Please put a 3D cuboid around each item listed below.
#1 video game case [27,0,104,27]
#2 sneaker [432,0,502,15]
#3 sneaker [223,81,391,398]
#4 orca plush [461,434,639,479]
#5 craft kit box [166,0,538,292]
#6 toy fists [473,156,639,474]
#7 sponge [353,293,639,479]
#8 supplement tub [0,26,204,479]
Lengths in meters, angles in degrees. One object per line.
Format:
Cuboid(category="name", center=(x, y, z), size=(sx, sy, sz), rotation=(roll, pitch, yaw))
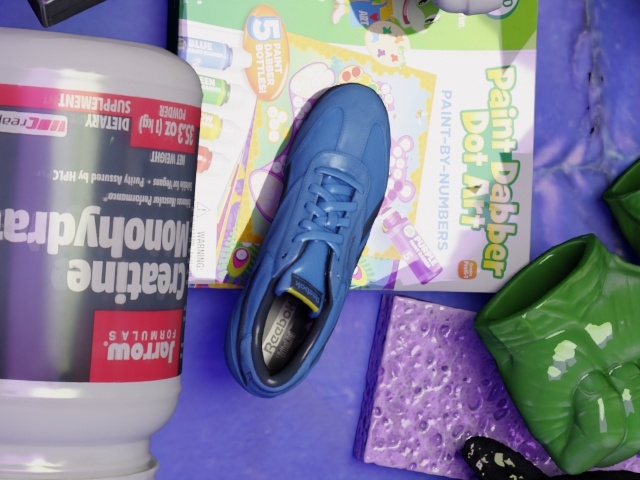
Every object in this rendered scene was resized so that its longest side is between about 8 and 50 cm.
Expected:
Cuboid(category="video game case", center=(-0.097, -0.285, 0.928), size=(0.275, 0.035, 0.248), rotation=(-28, 76, -14))
Cuboid(category="sneaker", center=(-0.006, -0.245, 1.005), size=(0.169, 0.108, 0.292), rotation=(-19, 68, -8))
Cuboid(category="sneaker", center=(0.000, 0.000, 1.000), size=(0.069, 0.082, 0.209), rotation=(22, 86, -11))
Cuboid(category="orca plush", center=(0.104, 0.186, 1.074), size=(0.287, 0.151, 0.102), rotation=(-14, 75, 7))
Cuboid(category="craft kit box", center=(0.020, -0.089, 1.069), size=(0.247, 0.061, 0.249), rotation=(1, 92, -15))
Cuboid(category="toy fists", center=(0.231, 0.040, 1.071), size=(0.279, 0.096, 0.142), rotation=(-41, 104, -30))
Cuboid(category="sponge", center=(0.134, 0.114, 1.112), size=(0.210, 0.031, 0.117), rotation=(12, 89, -13))
Cuboid(category="supplement tub", center=(-0.173, 0.017, 0.957), size=(0.191, 0.191, 0.272), rotation=(4, 91, -13))
